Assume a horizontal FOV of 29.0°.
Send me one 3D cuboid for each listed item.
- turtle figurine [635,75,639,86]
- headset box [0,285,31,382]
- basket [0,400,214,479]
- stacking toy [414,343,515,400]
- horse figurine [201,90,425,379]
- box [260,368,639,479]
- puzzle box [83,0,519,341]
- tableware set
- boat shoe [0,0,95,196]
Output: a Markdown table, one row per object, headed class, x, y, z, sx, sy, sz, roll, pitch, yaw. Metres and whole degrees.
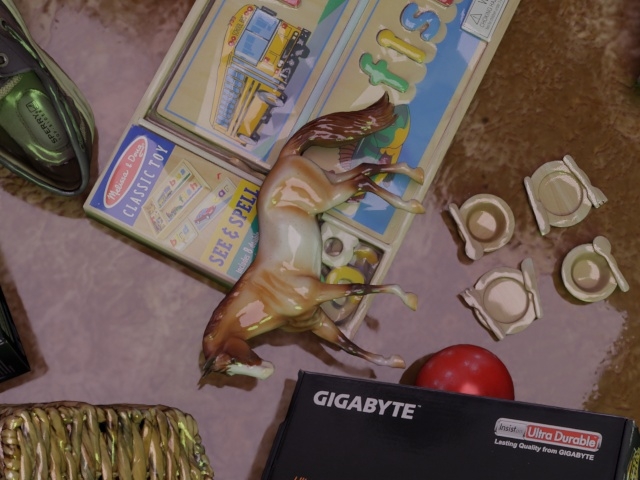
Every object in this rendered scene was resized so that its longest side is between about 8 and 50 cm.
| class | x | y | z | sx | sy | sz | roll | pitch | yaw |
| --- | --- | --- | --- | --- | --- | --- | --- | --- | --- |
| turtle figurine | 0.374 | -0.278 | 1.190 | 0.197 | 0.274 | 0.266 | -3 | 102 | -29 |
| headset box | -0.419 | 0.039 | 1.015 | 0.283 | 0.131 | 0.246 | -22 | 75 | -10 |
| basket | -0.215 | 0.284 | 1.034 | 0.213 | 0.223 | 0.299 | 6 | 78 | -39 |
| stacking toy | 0.185 | 0.241 | 1.076 | 0.141 | 0.141 | 0.330 | -31 | 80 | -10 |
| horse figurine | 0.000 | 0.000 | 1.063 | 0.174 | 0.066 | 0.263 | 8 | 78 | -3 |
| box | 0.077 | 0.260 | 0.959 | 0.295 | 0.073 | 0.293 | 6 | 63 | 27 |
| puzzle box | -0.005 | -0.142 | 1.149 | 0.272 | 0.052 | 0.409 | 26 | 79 | -1 |
| tableware set | 0.202 | 0.006 | 1.164 | 0.168 | 0.020 | 0.141 | -21 | 84 | -10 |
| boat shoe | -0.275 | -0.138 | 1.011 | 0.102 | 0.285 | 0.092 | -34 | 46 | 4 |
